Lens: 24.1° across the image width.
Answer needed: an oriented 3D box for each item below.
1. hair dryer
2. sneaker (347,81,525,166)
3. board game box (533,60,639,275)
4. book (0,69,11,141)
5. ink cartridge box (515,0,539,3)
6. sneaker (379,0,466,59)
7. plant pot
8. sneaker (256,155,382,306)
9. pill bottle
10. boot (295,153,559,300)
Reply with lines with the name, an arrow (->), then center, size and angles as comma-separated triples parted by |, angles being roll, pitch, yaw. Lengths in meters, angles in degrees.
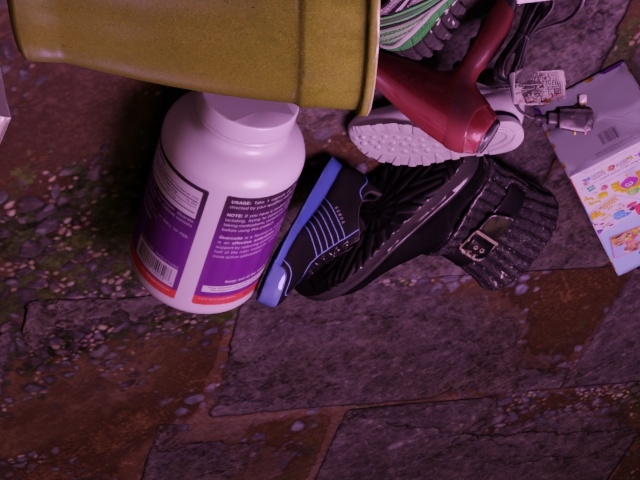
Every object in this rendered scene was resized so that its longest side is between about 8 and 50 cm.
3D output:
hair dryer -> 0.196, -0.220, 1.896 | 0.294, 0.223, 0.080 | -7, 169, 5
sneaker -> 0.154, -0.162, 1.991 | 0.235, 0.095, 0.090 | -2, 149, 9
board game box -> 0.427, -0.098, 2.134 | 0.144, 0.142, 0.275 | -27, 141, 8
book -> -0.407, -0.129, 1.769 | 0.035, 0.096, 0.144 | 8, 135, -30
ink cartridge box -> 0.342, -0.387, 1.781 | 0.237, 0.100, 0.172 | -9, 141, -14
sneaker -> 0.136, -0.347, 1.714 | 0.146, 0.134, 0.343 | 11, 133, -32
plant pot -> -0.133, -0.303, 1.511 | 0.353, 0.366, 0.366 | -2, 140, -4
sneaker -> 0.000, 0.000, 2.004 | 0.090, 0.232, 0.081 | 30, 162, -4
pill bottle -> -0.127, -0.068, 1.896 | 0.181, 0.181, 0.323 | -1, 138, -23
boot -> 0.153, 0.005, 2.147 | 0.348, 0.131, 0.260 | -36, 139, 19
